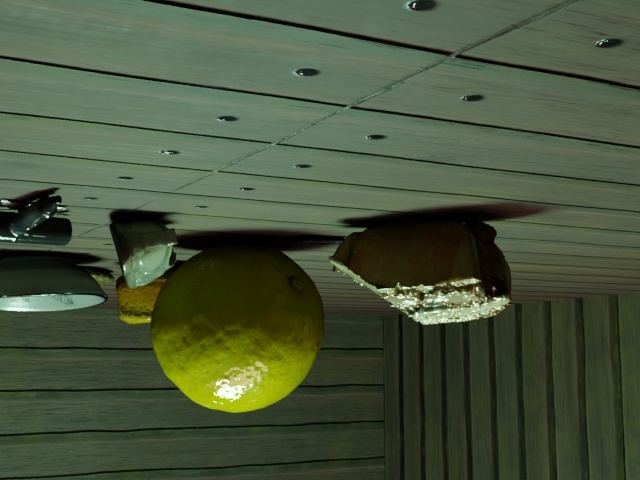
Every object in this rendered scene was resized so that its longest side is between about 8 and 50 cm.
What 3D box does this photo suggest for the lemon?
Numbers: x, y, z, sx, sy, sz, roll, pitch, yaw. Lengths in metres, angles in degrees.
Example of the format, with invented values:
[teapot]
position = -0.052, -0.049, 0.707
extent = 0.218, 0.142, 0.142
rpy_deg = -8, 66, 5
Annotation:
[lemon]
position = -0.154, 0.161, 1.857
extent = 0.348, 0.348, 0.348
rpy_deg = 0, 173, 0

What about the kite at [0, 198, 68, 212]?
[kite]
position = -0.451, -0.047, 1.435
extent = 0.156, 0.011, 0.139
rpy_deg = -2, 169, 0

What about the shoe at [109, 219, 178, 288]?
[shoe]
position = -0.291, 0.019, 1.615
extent = 0.098, 0.103, 0.275
rpy_deg = -13, 177, -12

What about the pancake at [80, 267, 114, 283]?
[pancake]
position = -0.614, 0.092, 2.367
extent = 0.222, 0.042, 0.236
rpy_deg = -11, 171, 34

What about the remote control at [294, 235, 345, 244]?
[remote control]
position = 0.000, 0.000, 1.784
extent = 0.096, 0.014, 0.039
rpy_deg = 1, 172, -22

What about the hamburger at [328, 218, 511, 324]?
[hamburger]
position = 0.170, 0.043, 1.576
extent = 0.155, 0.245, 0.282
rpy_deg = 46, -177, -45

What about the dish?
[dish]
position = -0.622, 0.088, 2.104
extent = 0.316, 0.106, 0.316
rpy_deg = -2, 171, 0

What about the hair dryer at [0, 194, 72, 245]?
[hair dryer]
position = -0.395, -0.033, 1.387
extent = 0.194, 0.050, 0.173
rpy_deg = -14, 169, 39

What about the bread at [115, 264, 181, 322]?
[bread]
position = -0.342, 0.127, 2.249
extent = 0.269, 0.143, 0.195
rpy_deg = 6, 173, -30
